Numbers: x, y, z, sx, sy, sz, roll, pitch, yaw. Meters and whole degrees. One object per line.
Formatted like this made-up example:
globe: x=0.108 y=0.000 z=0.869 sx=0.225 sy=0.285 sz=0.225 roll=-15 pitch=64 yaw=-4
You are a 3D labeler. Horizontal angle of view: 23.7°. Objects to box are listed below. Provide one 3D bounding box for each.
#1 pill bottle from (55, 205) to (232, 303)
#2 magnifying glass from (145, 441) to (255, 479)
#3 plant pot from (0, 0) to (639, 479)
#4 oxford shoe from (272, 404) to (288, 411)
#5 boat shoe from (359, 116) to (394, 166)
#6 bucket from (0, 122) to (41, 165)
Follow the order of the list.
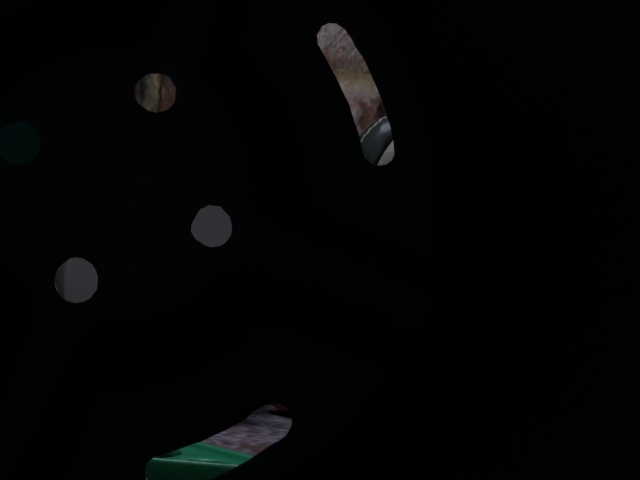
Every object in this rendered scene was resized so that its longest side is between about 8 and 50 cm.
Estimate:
pill bottle: x=-0.106 y=0.028 z=1.062 sx=0.160 sy=0.160 sz=0.283 roll=5 pitch=-1 yaw=-8
magnifying glass: x=-0.039 y=0.098 z=0.630 sx=0.231 sy=0.026 sz=0.092 roll=6 pitch=0 yaw=26
plant pot: x=-0.030 y=-0.038 z=0.380 sx=0.341 sy=0.341 sz=0.334 roll=5 pitch=-9 yaw=-14
oxford shoe: x=0.101 y=0.078 z=0.997 sx=0.271 sy=0.098 sz=0.097 roll=5 pitch=-1 yaw=12
boat shoe: x=0.000 y=0.000 z=1.178 sx=0.099 sy=0.116 sz=0.319 roll=39 pitch=-32 yaw=12
bucket: x=-0.304 y=-0.048 z=1.015 sx=0.281 sy=0.281 sz=0.183 roll=5 pitch=4 yaw=-2
